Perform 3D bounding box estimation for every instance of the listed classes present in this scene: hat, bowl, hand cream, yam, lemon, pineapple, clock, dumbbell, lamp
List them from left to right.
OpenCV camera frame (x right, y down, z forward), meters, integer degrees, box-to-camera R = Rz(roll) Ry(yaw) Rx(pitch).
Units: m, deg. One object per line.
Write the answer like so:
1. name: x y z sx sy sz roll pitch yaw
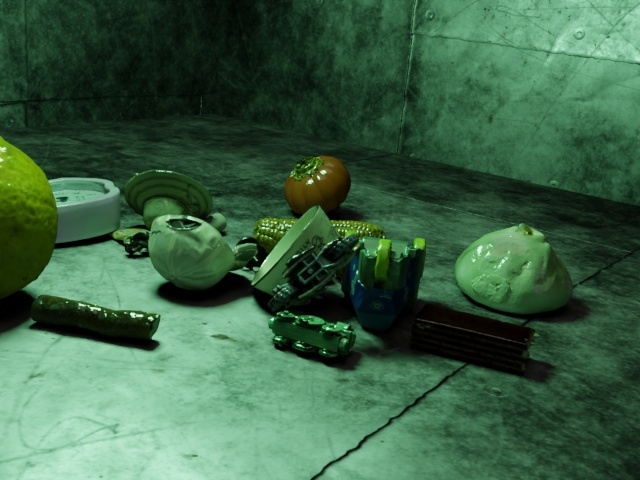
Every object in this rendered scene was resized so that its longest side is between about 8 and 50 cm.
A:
1. lemon: -0.709 -0.052 1.575 0.350 0.387 0.350 -7 2 0
2. clock: -0.705 -0.085 2.111 0.339 0.102 0.338 1 17 0
3. yam: -0.433 0.151 1.523 0.253 0.061 0.061 8 17 10
4. pineapple: -0.419 0.004 2.006 0.159 0.074 0.074 -8 21 -31
5. hat: -0.422 -0.074 2.145 0.252 0.252 0.110 5 56 -3
6. hat: -0.284 0.037 1.824 0.232 0.161 0.275 23 -2 16
7. hand cream: -0.326 -0.030 2.186 0.087 0.054 0.186 7 23 31
8. dumbbell: -0.176 0.031 1.992 0.069 0.069 0.147 0 18 -20
9. bowl: -0.037 0.045 1.783 0.126 0.238 0.238 39 13 -10
10. lamp: -0.009 -0.172 2.512 0.223 0.196 0.223 -23 32 15

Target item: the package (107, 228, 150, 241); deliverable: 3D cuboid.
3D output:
1. package: -0.493 -0.012 2.095 0.108 0.031 0.121 -6 13 -38

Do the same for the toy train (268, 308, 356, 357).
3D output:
1. toy train: -0.014 0.182 1.553 0.178 0.071 0.104 13 7 27

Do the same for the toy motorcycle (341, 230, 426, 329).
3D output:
1. toy motorcycle: 0.132 0.086 1.737 0.191 0.200 0.326 7 6 5

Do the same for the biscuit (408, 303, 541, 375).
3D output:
1. biscuit: 0.313 0.198 1.603 0.252 0.070 0.106 11 18 19

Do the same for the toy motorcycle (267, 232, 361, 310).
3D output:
1. toy motorcycle: -0.012 0.064 1.617 0.094 0.229 0.130 51 5 13

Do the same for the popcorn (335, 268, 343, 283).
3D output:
1. popcorn: 0.056 0.072 1.959 0.084 0.084 0.084 5 17 -2

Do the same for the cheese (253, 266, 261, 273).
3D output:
1. cheese: -0.070 0.074 1.939 0.192 0.037 0.097 3 16 -14

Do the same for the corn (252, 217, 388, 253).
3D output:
1. corn: 0.000 0.000 2.080 0.363 0.120 0.120 4 17 0

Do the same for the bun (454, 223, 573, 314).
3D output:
1. bun: 0.479 0.055 1.941 0.293 0.187 0.293 4 19 -1
